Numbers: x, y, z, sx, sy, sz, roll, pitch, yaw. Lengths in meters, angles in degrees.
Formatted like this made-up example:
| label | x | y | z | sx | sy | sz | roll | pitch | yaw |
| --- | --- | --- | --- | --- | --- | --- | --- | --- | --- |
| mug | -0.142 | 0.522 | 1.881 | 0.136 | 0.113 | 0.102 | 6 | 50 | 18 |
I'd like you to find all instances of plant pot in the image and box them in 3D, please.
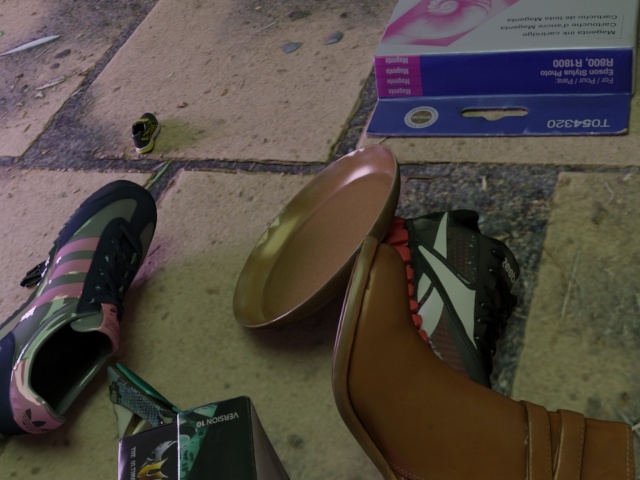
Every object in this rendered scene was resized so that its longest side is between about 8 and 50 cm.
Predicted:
| label | x | y | z | sx | sy | sz | roll | pitch | yaw |
| --- | --- | --- | --- | --- | --- | --- | --- | --- | --- |
| plant pot | 0.000 | 0.000 | 0.887 | 0.236 | 0.032 | 0.236 | -40 | 24 | 22 |

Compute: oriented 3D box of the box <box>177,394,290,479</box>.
| label | x | y | z | sx | sy | sz | roll | pitch | yaw |
| --- | --- | --- | --- | --- | --- | --- | --- | --- | --- |
| box | -0.023 | 0.290 | 0.515 | 0.058 | 0.232 | 0.322 | -16 | 42 | 3 |

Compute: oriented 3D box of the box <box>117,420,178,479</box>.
| label | x | y | z | sx | sy | sz | roll | pitch | yaw |
| --- | --- | --- | --- | --- | --- | --- | --- | --- | --- |
| box | -0.081 | 0.272 | 0.593 | 0.056 | 0.183 | 0.231 | -17 | 42 | 4 |

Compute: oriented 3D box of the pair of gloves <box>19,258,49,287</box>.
| label | x | y | z | sx | sy | sz | roll | pitch | yaw |
| --- | --- | --- | --- | --- | --- | --- | --- | --- | --- |
| pair of gloves | -0.323 | 0.046 | 1.041 | 0.074 | 0.010 | 0.083 | -36 | 44 | -17 |

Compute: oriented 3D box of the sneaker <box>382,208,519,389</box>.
| label | x | y | z | sx | sy | sz | roll | pitch | yaw |
| --- | --- | --- | --- | --- | --- | --- | --- | --- | --- |
| sneaker | 0.128 | 0.065 | 0.793 | 0.135 | 0.098 | 0.276 | -17 | 41 | 6 |

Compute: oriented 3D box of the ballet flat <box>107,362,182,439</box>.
| label | x | y | z | sx | sy | sz | roll | pitch | yaw |
| --- | --- | --- | --- | --- | --- | --- | --- | --- | --- |
| ballet flat | -0.155 | 0.177 | 0.810 | 0.188 | 0.070 | 0.070 | 22 | 56 | 40 |

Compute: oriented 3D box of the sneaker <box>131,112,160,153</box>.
| label | x | y | z | sx | sy | sz | roll | pitch | yaw |
| --- | --- | --- | --- | --- | --- | --- | --- | --- | --- |
| sneaker | -0.247 | -0.159 | 1.207 | 0.031 | 0.035 | 0.083 | -12 | 43 | 6 |

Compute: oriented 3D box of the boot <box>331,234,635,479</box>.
| label | x | y | z | sx | sy | sz | roll | pitch | yaw |
| --- | --- | --- | --- | --- | --- | --- | --- | --- | --- |
| boot | 0.120 | 0.136 | 0.635 | 0.220 | 0.109 | 0.284 | -1 | 80 | 6 |

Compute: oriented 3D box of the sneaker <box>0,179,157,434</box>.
| label | x | y | z | sx | sy | sz | roll | pitch | yaw |
| --- | --- | --- | --- | --- | --- | --- | --- | --- | --- |
| sneaker | -0.239 | 0.067 | 0.912 | 0.131 | 0.112 | 0.319 | 3 | 54 | 35 |

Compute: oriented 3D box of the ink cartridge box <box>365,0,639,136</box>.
| label | x | y | z | sx | sy | sz | roll | pitch | yaw |
| --- | --- | --- | --- | --- | --- | --- | --- | --- | --- |
| ink cartridge box | 0.244 | -0.264 | 1.117 | 0.324 | 0.071 | 0.330 | 2 | 45 | 21 |
